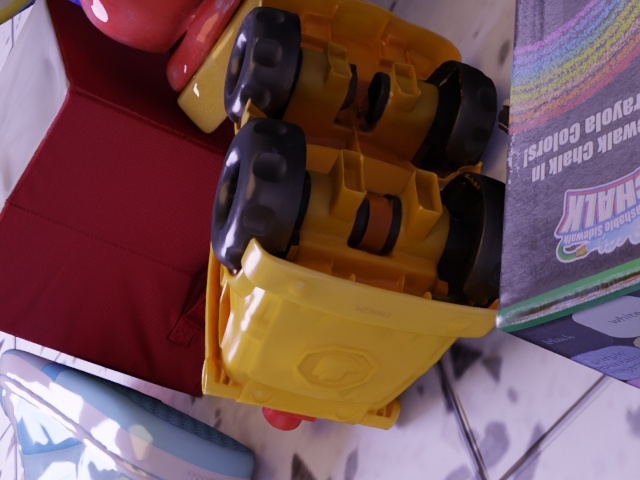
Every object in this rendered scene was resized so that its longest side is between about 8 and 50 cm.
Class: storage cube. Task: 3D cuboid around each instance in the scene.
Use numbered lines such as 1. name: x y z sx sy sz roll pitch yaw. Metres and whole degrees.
1. storage cube: -0.143 -0.035 0.900 0.183 0.193 0.215 -57 29 18

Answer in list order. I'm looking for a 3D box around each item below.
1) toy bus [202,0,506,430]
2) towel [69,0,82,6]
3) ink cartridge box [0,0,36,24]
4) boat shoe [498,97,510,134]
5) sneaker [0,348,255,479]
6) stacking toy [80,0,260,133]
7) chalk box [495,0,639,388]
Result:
1. toy bus: 0.000 0.000 0.712 0.211 0.149 0.220 118 158 -44
2. towel: -0.198 -0.269 1.283 0.308 0.076 0.227 26 93 61
3. ink cartridge box: -0.183 -0.219 0.850 0.307 0.072 0.303 -25 15 40
4. boat shoe: 0.118 -0.031 0.613 0.038 0.046 0.125 -55 39 11
5. sneaker: -0.180 0.195 0.870 0.319 0.127 0.208 9 76 62
6. stacking toy: -0.044 -0.243 0.855 0.279 0.130 0.309 -53 12 15
7. chalk box: 0.155 -0.017 0.450 0.132 0.132 0.213 -26 49 49
